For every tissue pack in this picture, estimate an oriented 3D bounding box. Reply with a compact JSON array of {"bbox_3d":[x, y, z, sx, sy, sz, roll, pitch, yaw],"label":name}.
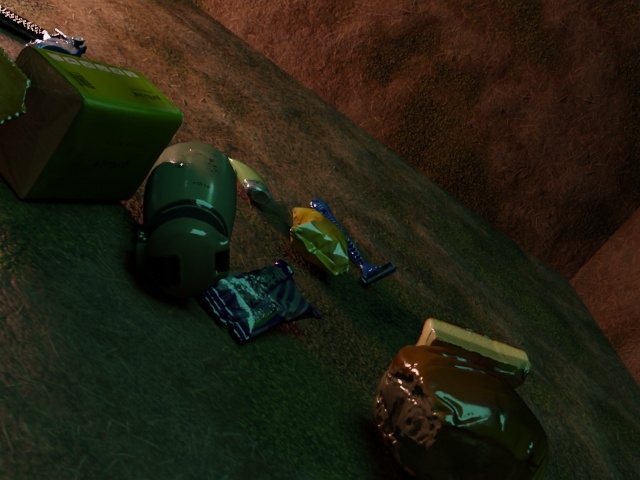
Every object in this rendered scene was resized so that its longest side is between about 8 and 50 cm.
[{"bbox_3d":[-0.396,-0.186,1.555,0.167,0.200,0.274,44,18,19],"label":"tissue pack"}]

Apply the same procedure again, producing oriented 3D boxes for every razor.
[{"bbox_3d":[0.064,0.005,2.307,0.324,0.093,0.056,49,-21,40],"label":"razor"}]

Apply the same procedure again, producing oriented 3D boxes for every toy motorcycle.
[{"bbox_3d":[-0.555,-0.391,1.938,0.114,0.076,0.205,12,25,-7],"label":"toy motorcycle"}]

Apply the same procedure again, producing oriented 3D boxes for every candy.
[{"bbox_3d":[-0.102,0.103,1.661,0.145,0.070,0.275,49,28,19],"label":"candy"}]

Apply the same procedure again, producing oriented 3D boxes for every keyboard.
[{"bbox_3d":[-0.691,-0.487,1.999,0.230,0.025,0.094,26,19,-37],"label":"keyboard"}]

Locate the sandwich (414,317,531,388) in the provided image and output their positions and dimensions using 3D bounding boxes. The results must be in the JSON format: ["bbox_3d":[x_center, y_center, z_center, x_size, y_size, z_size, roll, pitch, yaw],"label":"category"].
[{"bbox_3d":[0.280,0.276,1.834,0.220,0.186,0.108,19,21,-10],"label":"sandwich"}]

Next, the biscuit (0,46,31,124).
[{"bbox_3d":[-0.567,-0.232,1.388,0.232,0.013,0.237,-33,67,-28],"label":"biscuit"}]

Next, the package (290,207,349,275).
[{"bbox_3d":[0.000,0.000,2.103,0.168,0.090,0.226,38,15,-11],"label":"package"}]

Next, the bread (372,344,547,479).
[{"bbox_3d":[0.226,0.316,1.553,0.279,0.225,0.250,27,19,-24],"label":"bread"}]

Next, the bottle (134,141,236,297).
[{"bbox_3d":[-0.228,-0.035,1.600,0.168,0.168,0.347,33,22,-20],"label":"bottle"}]

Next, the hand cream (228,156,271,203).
[{"bbox_3d":[-0.163,-0.139,2.197,0.095,0.046,0.175,28,14,-30],"label":"hand cream"}]
